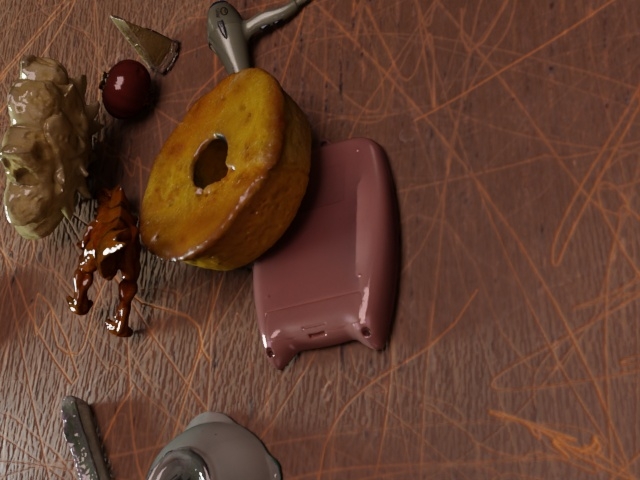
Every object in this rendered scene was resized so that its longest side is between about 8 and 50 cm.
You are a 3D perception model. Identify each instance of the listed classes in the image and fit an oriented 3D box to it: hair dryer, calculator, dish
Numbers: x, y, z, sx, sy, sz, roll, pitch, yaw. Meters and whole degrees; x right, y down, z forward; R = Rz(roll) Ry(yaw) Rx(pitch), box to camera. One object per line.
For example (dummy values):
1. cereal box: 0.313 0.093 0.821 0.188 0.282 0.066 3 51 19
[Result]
1. hair dryer: -0.082 -0.312 1.462 0.199 0.067 0.167 -8 73 13
2. calculator: 0.000 0.000 1.254 0.220 0.048 0.330 -16 58 28
3. dish: -0.172 0.326 1.190 0.246 0.078 0.224 -25 58 21

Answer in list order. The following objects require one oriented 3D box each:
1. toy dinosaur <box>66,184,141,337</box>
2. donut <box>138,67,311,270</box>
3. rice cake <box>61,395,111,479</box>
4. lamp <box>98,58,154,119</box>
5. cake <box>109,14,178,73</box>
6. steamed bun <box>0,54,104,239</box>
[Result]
1. toy dinosaur: -0.301 0.037 1.349 0.432 0.097 0.208 -139 59 -66
2. donut: -0.123 -0.088 1.301 0.303 0.110 0.303 -30 44 34
3. rice cake: -0.325 0.305 1.319 0.036 0.047 0.207 -29 56 0
4. lamp: -0.321 -0.249 1.546 0.101 0.090 0.101 -160 90 -77
5. cake: -0.297 -0.329 1.548 0.052 0.121 0.065 26 92 44
6. steamed bun: -0.422 -0.141 1.489 0.295 0.137 0.292 -156 72 -78
